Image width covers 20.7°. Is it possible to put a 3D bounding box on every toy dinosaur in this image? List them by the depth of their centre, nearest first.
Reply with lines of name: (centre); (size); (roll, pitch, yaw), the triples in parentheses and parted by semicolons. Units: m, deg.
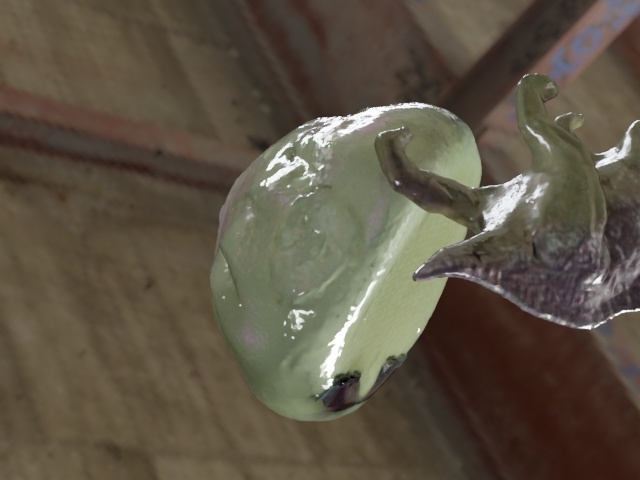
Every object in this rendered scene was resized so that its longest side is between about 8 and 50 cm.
toy dinosaur: (0.166, -0.021, 1.119); (0.294, 0.077, 0.162); (-7, -117, -22)

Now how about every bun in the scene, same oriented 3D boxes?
bun: (0.000, 0.000, 1.452); (0.187, 0.293, 0.293); (27, -157, 14)
